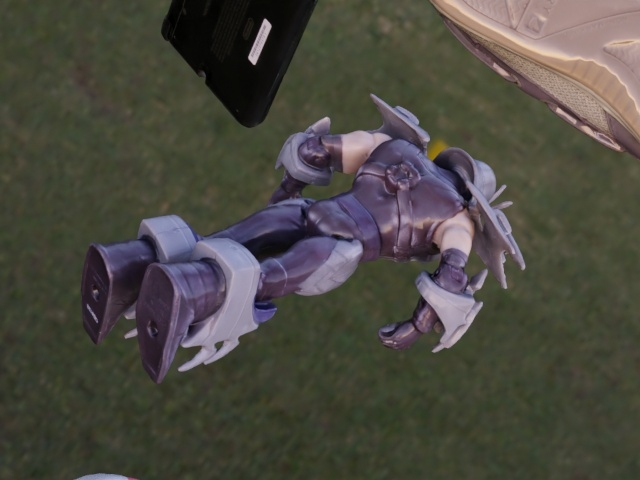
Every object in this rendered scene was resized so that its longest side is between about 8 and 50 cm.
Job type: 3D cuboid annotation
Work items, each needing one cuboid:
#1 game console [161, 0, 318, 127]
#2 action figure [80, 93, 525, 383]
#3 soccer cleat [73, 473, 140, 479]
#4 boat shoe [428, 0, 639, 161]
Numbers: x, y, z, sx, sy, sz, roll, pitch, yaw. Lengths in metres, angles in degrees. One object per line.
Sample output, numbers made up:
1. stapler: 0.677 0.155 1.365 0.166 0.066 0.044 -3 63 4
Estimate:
1. game console: -0.027 -0.135 0.839 0.071 0.122 0.107 -31 72 -32
2. action figure: 0.000 0.000 1.084 0.285 0.099 0.185 -18 40 -29
3. soccer cleat: -0.045 0.199 0.612 0.083 0.095 0.248 -17 76 -22
4. boat shoe: 0.179 -0.103 1.008 0.285 0.102 0.092 29 1 -5
